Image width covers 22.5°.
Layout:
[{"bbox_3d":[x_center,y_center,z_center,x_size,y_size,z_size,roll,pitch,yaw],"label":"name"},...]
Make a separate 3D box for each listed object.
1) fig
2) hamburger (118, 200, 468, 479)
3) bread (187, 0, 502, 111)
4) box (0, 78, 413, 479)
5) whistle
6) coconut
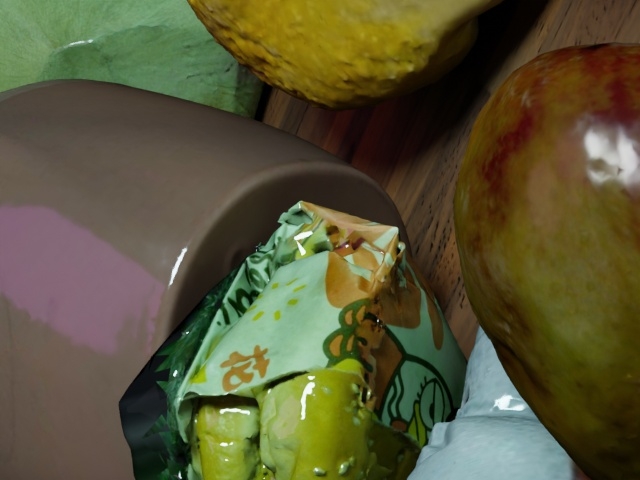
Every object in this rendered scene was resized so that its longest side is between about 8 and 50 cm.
[{"bbox_3d":[0.139,0.057,0.631,0.191,0.190,0.290,-114,25,-60],"label":"fig"},{"bbox_3d":[0.005,0.120,0.823,0.125,0.214,0.235,-9,35,36],"label":"hamburger"},{"bbox_3d":[-0.016,-0.280,1.044,0.361,0.250,0.394,-120,12,-62],"label":"bread"},{"bbox_3d":[-0.092,0.059,0.960,0.216,0.301,0.301,15,88,40],"label":"box"},{"bbox_3d":[0.099,0.104,0.754,0.142,0.133,0.346,70,-154,-46],"label":"whistle"},{"bbox_3d":[-0.187,-0.165,1.467,0.328,0.281,0.328,-45,-2,-2],"label":"coconut"}]
